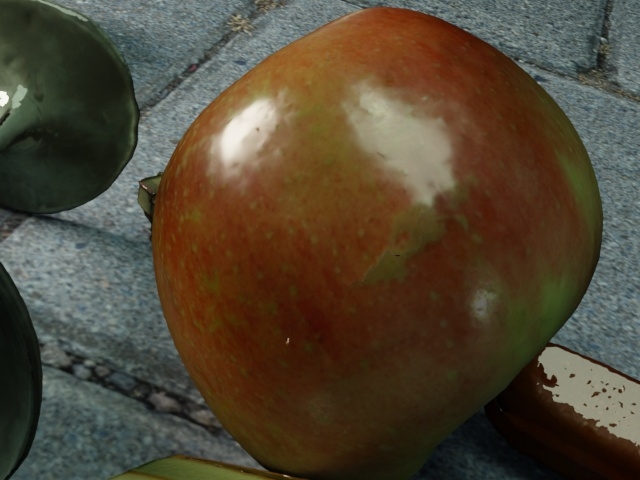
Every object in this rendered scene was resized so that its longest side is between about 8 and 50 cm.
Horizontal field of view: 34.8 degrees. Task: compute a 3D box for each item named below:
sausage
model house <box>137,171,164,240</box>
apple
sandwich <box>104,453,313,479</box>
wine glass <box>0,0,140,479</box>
[{"bbox_3d":[0.276,0.175,0.774,0.330,0.102,0.102,25,33,15],"label":"sausage"},{"bbox_3d":[-0.124,-0.021,0.931,0.058,0.057,0.083,-19,44,-37],"label":"model house"},{"bbox_3d":[0.029,-0.003,0.709,0.277,0.319,0.319,46,38,8],"label":"apple"},{"bbox_3d":[-0.067,0.158,0.600,0.117,0.144,0.187,-14,43,-42],"label":"sandwich"},{"bbox_3d":[-0.265,-0.022,0.708,0.267,0.267,0.406,15,26,-3],"label":"wine glass"}]
